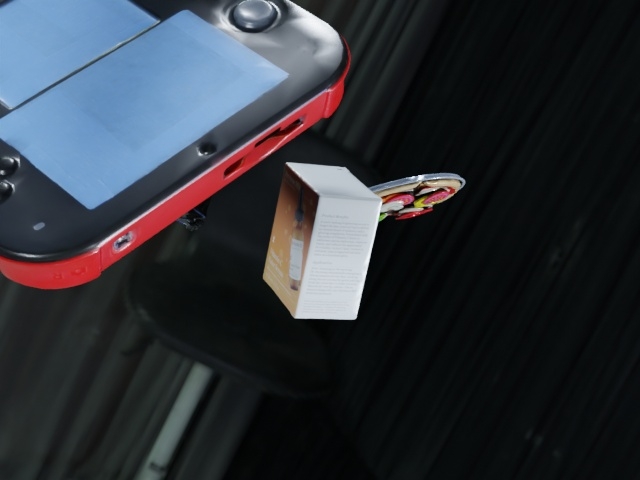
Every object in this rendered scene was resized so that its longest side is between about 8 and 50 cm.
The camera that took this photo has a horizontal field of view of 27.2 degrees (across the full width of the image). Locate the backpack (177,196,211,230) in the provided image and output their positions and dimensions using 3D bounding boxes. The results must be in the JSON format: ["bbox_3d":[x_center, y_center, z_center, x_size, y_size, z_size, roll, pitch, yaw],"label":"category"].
[{"bbox_3d":[-0.239,-0.096,1.786,0.173,0.117,0.158,12,-11,12],"label":"backpack"}]

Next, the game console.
[{"bbox_3d":[-0.203,-0.146,1.198,0.386,0.060,0.342,-37,61,-28],"label":"game console"}]

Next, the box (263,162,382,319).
[{"bbox_3d":[0.000,0.000,1.727,0.091,0.171,0.130,3,20,-23],"label":"box"}]

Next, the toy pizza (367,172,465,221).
[{"bbox_3d":[0.117,-0.055,1.950,0.201,0.201,0.032,3,72,-58],"label":"toy pizza"}]
